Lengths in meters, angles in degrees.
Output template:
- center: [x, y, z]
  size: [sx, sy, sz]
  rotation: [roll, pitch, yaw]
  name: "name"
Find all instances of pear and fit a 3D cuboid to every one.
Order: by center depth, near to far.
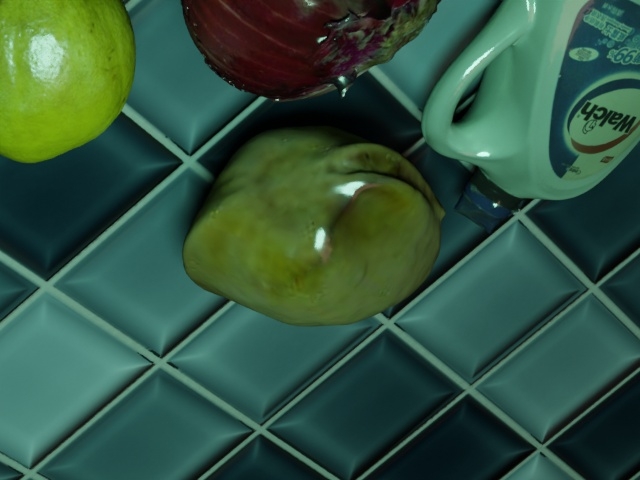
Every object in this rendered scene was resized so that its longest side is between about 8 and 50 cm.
- center: [-0.209, -0.142, 1.384]
  size: [0.149, 0.149, 0.162]
  rotation: [-18, 132, -15]
  name: "pear"

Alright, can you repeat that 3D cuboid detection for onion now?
- center: [-0.005, -0.225, 1.388]
  size: [0.252, 0.219, 0.252]
  rotation: [-39, 178, -1]
  name: "onion"

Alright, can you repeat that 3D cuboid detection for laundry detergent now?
- center: [0.194, -0.127, 1.660]
  size: [0.215, 0.105, 0.280]
  rotation: [16, 122, -39]
  name: "laundry detergent"

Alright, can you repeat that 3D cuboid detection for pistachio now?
- center: [0.000, 0.000, 1.636]
  size: [0.213, 0.163, 0.260]
  rotation: [-18, 154, 16]
  name: "pistachio"
